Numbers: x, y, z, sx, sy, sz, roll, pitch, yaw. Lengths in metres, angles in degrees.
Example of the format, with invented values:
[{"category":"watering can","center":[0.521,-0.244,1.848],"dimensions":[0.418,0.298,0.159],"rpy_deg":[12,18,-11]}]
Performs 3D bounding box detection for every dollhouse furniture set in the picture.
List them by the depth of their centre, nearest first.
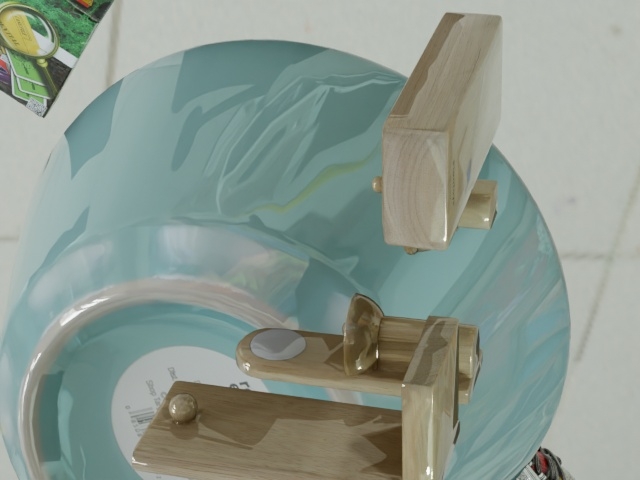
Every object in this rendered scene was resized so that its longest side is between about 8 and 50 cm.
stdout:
[{"category":"dollhouse furniture set","center":[0.000,0.000,0.740],"dimensions":[0.123,0.144,0.151],"rpy_deg":[6,120,14]}]

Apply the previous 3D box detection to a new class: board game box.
[{"category":"board game box","center":[-0.279,-0.196,1.274],"dimensions":[0.260,0.030,0.136],"rpy_deg":[32,142,-7]}]

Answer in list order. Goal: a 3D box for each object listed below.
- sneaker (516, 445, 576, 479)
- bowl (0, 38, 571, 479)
[{"category":"sneaker","center":[0.139,0.166,1.334],"dimensions":[0.093,0.088,0.225],"rpy_deg":[-11,127,8]},{"category":"bowl","center":[-0.040,0.070,0.923],"dimensions":[0.312,0.163,0.311],"rpy_deg":[7,116,14]}]
